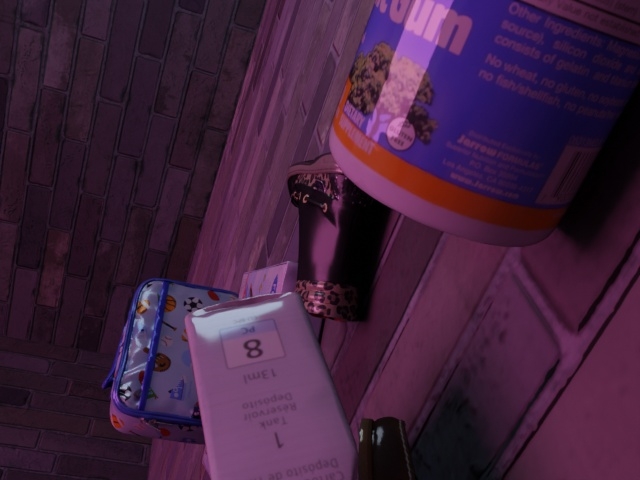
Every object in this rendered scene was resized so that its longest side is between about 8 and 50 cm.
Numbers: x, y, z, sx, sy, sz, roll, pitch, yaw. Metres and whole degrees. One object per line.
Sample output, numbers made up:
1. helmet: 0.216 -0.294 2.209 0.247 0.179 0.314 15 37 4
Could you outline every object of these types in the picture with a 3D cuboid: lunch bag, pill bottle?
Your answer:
1. lunch bag: -0.259 0.220 1.224 0.115 0.243 0.304 119 159 -46
2. pill bottle: 0.115 -0.146 0.355 0.152 0.152 0.272 -103 29 -59

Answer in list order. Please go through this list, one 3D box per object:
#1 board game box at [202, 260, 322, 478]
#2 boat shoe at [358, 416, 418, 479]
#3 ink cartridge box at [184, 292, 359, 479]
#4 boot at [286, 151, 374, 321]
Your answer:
1. board game box: -0.088 0.199 0.958 0.318 0.065 0.319 164 119 -73
2. boat shoe: 0.061 0.208 0.411 0.073 0.073 0.207 70 -166 -52
3. ink cartridge box: 0.002 0.267 0.393 0.385 0.091 0.308 -117 21 -51
4. boot: -0.001 0.000 0.784 0.236 0.085 0.179 170 110 -73
